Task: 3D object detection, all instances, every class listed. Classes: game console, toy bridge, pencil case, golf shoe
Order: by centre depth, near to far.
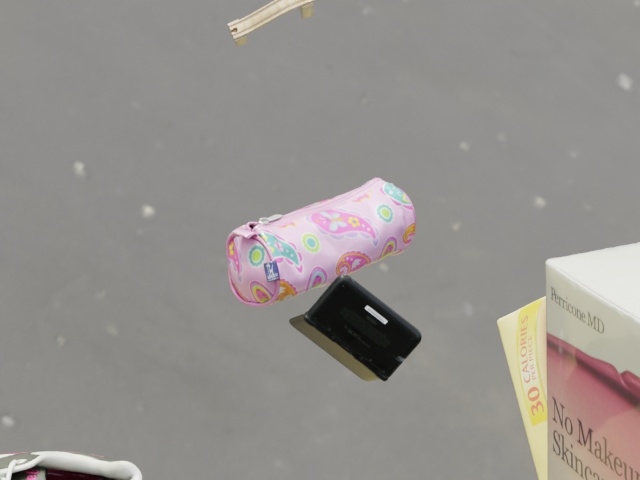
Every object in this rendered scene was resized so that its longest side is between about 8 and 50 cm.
[{"bbox_3d":[-0.276,0.205,1.214,0.273,0.120,0.105,-3,68,-33],"label":"golf shoe"},{"bbox_3d":[0.039,0.102,1.749,0.122,0.107,0.071,37,15,-9],"label":"game console"},{"bbox_3d":[-0.018,-0.277,1.772,0.063,0.188,0.026,77,-9,-84],"label":"toy bridge"},{"bbox_3d":[0.000,0.000,2.095,0.284,0.124,0.124,-20,58,-37],"label":"pencil case"}]

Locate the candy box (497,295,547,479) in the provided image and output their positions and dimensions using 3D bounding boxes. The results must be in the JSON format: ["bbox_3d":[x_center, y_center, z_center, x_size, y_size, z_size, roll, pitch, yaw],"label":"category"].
[{"bbox_3d":[0.268,0.180,1.221,0.087,0.183,0.316,3,65,-41],"label":"candy box"}]

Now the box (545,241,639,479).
[{"bbox_3d":[0.218,0.128,0.889,0.127,0.232,0.148,-10,19,-17],"label":"box"}]
